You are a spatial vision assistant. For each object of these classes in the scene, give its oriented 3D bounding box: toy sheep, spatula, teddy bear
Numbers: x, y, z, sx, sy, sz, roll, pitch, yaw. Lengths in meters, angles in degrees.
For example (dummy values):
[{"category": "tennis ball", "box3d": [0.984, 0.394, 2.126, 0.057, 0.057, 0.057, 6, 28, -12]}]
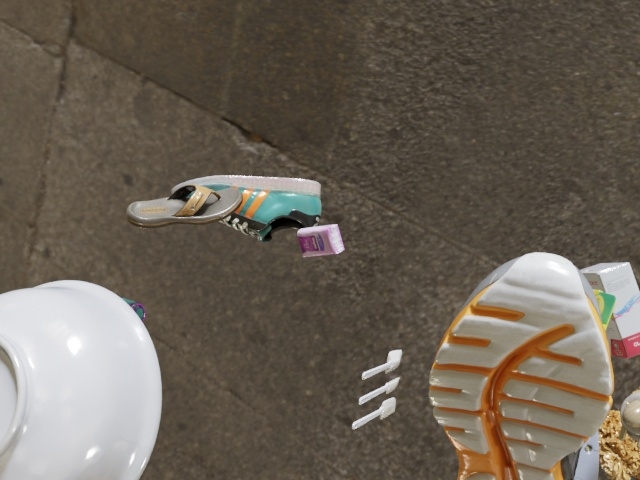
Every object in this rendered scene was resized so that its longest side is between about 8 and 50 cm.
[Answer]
[{"category": "toy sheep", "box3d": [0.505, 0.274, 1.219, 0.091, 0.132, 0.091, -17, 66, 45]}, {"category": "spatula", "box3d": [0.139, 0.357, 1.909, 0.019, 0.242, 0.168, 15, 99, 28]}, {"category": "teddy bear", "box3d": [0.661, 0.411, 1.544, 0.338, 0.245, 0.113, 40, 146, -17]}]

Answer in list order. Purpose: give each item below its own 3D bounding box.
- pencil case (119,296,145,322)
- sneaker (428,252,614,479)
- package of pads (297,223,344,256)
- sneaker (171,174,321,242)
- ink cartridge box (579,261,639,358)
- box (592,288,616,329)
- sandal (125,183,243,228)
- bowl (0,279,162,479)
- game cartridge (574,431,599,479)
[{"category": "pencil case", "box3d": [-0.428, 0.142, 1.578, 0.151, 0.064, 0.070, 10, 105, 16]}, {"category": "sneaker", "box3d": [0.108, 0.079, 0.426, 0.084, 0.083, 0.215, 13, 138, 19]}, {"category": "package of pads", "box3d": [0.000, 0.000, 1.388, 0.083, 0.032, 0.050, -6, 102, 43]}, {"category": "sneaker", "box3d": [-0.149, -0.059, 1.584, 0.302, 0.108, 0.121, 0, 78, 1]}, {"category": "ink cartridge box", "box3d": [0.579, 0.135, 1.575, 0.072, 0.127, 0.175, -19, 90, -7]}, {"category": "box", "box3d": [0.335, 0.115, 1.113, 0.105, 0.043, 0.179, -65, 23, -9]}, {"category": "sandal", "box3d": [-0.248, -0.073, 1.466, 0.090, 0.219, 0.060, -116, 25, -52]}, {"category": "bowl", "box3d": [-0.331, 0.176, 0.855, 0.297, 0.134, 0.298, -5, 75, 20]}, {"category": "game cartridge", "box3d": [0.349, 0.410, 1.320, 0.198, 0.062, 0.297, 15, 84, 0]}]
